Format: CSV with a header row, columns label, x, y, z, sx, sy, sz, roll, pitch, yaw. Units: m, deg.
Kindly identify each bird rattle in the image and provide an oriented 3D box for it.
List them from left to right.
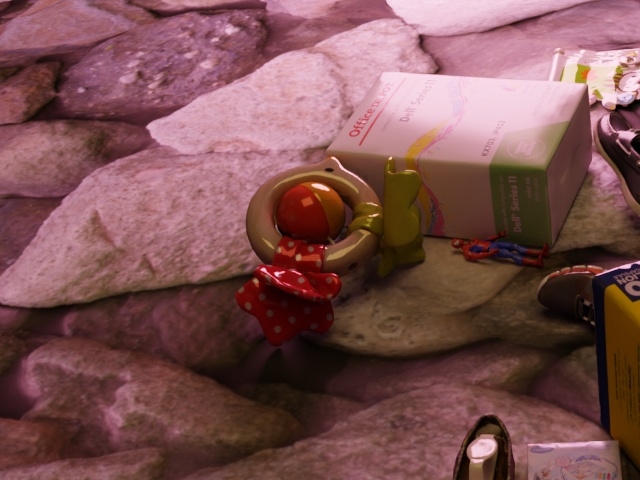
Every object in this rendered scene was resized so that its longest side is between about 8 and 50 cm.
label,x,y,z,sx,sy,sz,roll,pitch,yaw
bird rattle,0.000,0.000,1.693,0.253,0.143,0.207,-32,54,-12

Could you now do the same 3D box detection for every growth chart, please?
label,x,y,z,sx,sy,sz,roll,pitch,yaw
growth chart,0.426,-0.233,2.012,0.237,0.021,0.172,-5,36,10

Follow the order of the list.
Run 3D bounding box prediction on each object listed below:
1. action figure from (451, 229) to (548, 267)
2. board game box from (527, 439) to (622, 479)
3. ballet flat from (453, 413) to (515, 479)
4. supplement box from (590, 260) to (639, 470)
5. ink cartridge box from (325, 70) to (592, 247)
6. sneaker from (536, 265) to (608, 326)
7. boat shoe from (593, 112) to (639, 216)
label,x,y,z,sx,sy,sz,roll,pitch,yaw
action figure,0.210,0.009,1.714,0.115,0.030,0.038,4,42,25
board game box,0.245,0.231,1.388,0.090,0.020,0.090,-4,35,10
ballet flat,0.146,0.246,1.341,0.077,0.079,0.221,-1,36,12
supplement box,0.414,0.164,1.282,0.194,0.195,0.356,-19,35,-12
ink cartridge box,0.145,-0.111,1.823,0.353,0.119,0.207,6,38,24
sneaker,0.309,0.072,1.570,0.158,0.061,0.065,4,43,21
boat shoe,0.394,-0.102,1.767,0.075,0.065,0.206,20,33,-23
